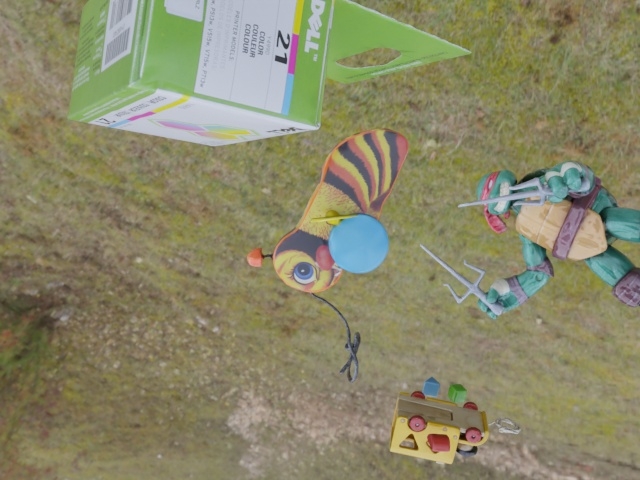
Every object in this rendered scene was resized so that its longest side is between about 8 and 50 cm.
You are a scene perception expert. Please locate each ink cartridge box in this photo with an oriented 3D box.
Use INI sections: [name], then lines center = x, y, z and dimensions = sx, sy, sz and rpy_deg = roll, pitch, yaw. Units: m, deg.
[ink cartridge box]
center = -0.041, -0.123, 0.522
dimensions = 0.255, 0.097, 0.188
rpy_deg = 8, 179, -31

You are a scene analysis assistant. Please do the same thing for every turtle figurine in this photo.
[turtle figurine]
center = 0.204, -0.007, 0.557
dimensions = 0.234, 0.118, 0.175
rpy_deg = 24, 144, 24

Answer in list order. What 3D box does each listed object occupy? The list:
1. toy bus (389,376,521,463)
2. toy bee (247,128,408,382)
[toy bus]
center = 0.222, 0.352, 1.224
dimensions = 0.202, 0.191, 0.104
rpy_deg = 31, 118, 48
[toy bee]
center = 0.000, 0.000, 0.808
dimensions = 0.162, 0.298, 0.195
rpy_deg = 13, 161, -4
